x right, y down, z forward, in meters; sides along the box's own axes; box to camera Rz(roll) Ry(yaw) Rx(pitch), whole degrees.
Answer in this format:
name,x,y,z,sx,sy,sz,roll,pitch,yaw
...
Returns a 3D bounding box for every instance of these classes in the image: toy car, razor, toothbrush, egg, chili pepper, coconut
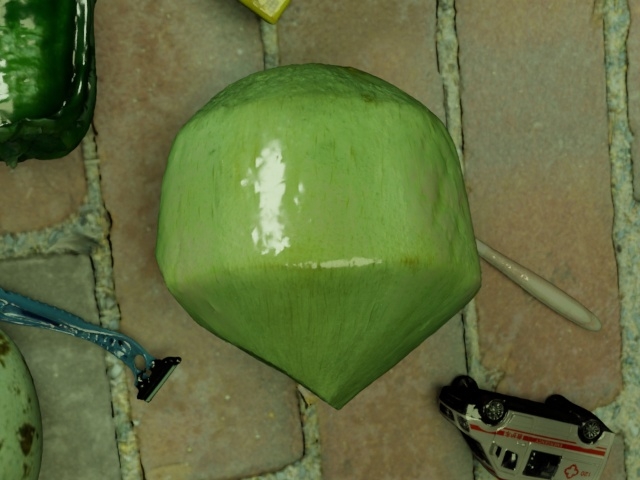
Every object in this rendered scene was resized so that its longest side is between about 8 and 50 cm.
name,x,y,z,sx,sy,sz,roll,pitch,yaw
toy car,0.224,0.227,1.164,0.210,0.089,0.108,15,97,-19
razor,-0.270,0.088,1.039,0.253,0.042,0.082,25,130,-15
toothbrush,0.209,0.027,1.172,0.307,0.029,0.025,32,88,-19
egg,-0.346,0.189,0.964,0.169,0.169,0.231,13,74,-16
chili pepper,-0.306,-0.251,0.934,0.213,0.167,0.384,-6,86,-30
coconut,0.000,0.000,0.979,0.328,0.281,0.328,18,62,-38

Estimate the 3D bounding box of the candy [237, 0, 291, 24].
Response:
name,x,y,z,sx,sy,sz,roll,pitch,yaw
candy,-0.025,-0.365,1.005,0.146,0.088,0.276,35,97,-16
